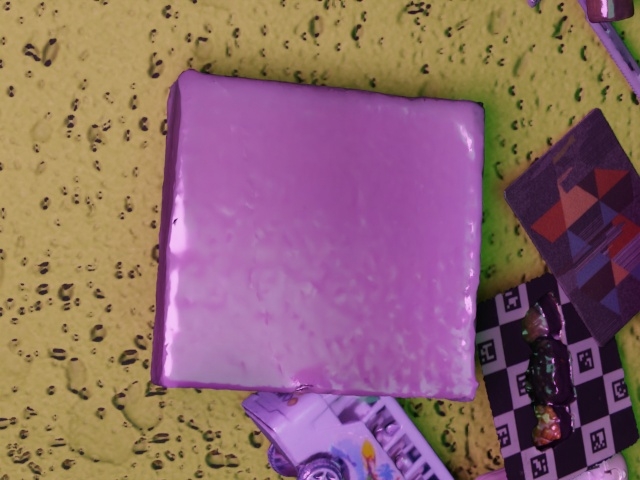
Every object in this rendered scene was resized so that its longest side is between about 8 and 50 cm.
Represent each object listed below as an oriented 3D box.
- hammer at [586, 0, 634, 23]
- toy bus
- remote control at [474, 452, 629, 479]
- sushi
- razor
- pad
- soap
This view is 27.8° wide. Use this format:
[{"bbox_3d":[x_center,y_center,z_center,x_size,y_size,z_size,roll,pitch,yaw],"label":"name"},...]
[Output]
[{"bbox_3d":[0.246,-0.417,1.163,0.168,0.044,0.440,-15,107,-20],"label":"hammer"},{"bbox_3d":[0.062,0.258,1.315,0.136,0.109,0.330,-40,112,-10],"label":"toy bus"},{"bbox_3d":[0.241,0.265,1.353,0.221,0.042,0.078,-10,94,-35],"label":"remote control"},{"bbox_3d":[0.227,0.140,1.335,0.192,0.050,0.215,-20,101,-33],"label":"sushi"},{"bbox_3d":[0.293,-0.185,1.273,0.084,0.036,0.211,-40,111,2],"label":"razor"},{"bbox_3d":[0.285,-0.011,1.324,0.143,0.003,0.211,-42,112,-13],"label":"pad"},{"bbox_3d":[0.000,0.000,1.179,0.296,0.107,0.286,6,87,-15],"label":"soap"}]
